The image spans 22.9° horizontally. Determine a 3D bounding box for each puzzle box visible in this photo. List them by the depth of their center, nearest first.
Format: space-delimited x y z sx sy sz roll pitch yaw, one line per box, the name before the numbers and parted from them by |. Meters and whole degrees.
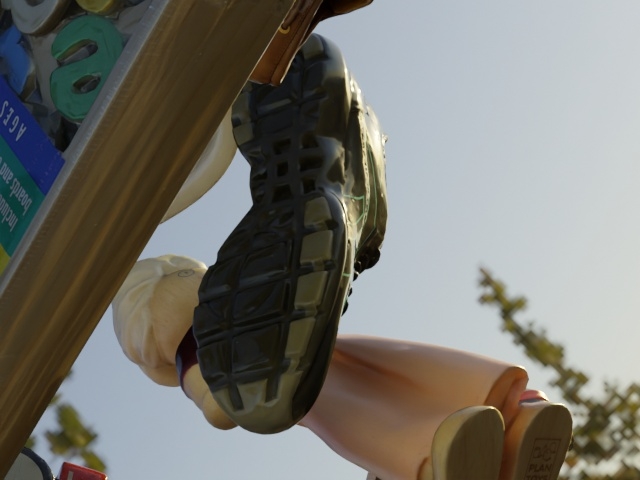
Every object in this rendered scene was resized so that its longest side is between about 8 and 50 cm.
puzzle box | -0.195 -0.105 0.683 0.052 0.409 0.272 10 -60 -45

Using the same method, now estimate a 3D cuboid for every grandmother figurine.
grandmother figurine | -0.007 0.083 1.012 0.208 0.342 0.104 17 -88 -50

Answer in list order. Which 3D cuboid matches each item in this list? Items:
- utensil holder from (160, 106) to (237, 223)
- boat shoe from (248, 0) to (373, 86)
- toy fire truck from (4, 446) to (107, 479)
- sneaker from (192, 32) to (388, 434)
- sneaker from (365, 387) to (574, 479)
utensil holder | -0.267 -0.219 1.302 0.328 0.385 0.327 -13 -25 -6
boat shoe | 0.005 -0.137 0.779 0.178 0.060 0.064 -48 -11 -31
toy fire truck | -0.106 0.233 0.889 0.217 0.246 0.158 -87 19 -53
sneaker | 0.000 0.000 0.943 0.101 0.267 0.106 -15 -39 32
sneaker | 0.106 0.151 1.092 0.158 0.065 0.061 -25 -59 -17
